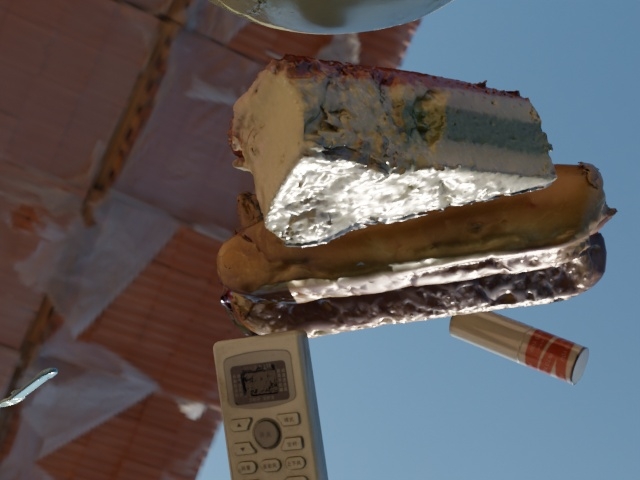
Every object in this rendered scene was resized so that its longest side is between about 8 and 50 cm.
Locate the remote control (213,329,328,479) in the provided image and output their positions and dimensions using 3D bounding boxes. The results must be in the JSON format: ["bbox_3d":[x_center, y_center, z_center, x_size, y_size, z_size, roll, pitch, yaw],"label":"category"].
[{"bbox_3d":[-0.040,0.175,0.926,0.088,0.029,0.189,-9,-94,22],"label":"remote control"}]

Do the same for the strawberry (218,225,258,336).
[{"bbox_3d":[0.000,0.000,1.085,0.190,0.111,0.236,7,106,-66],"label":"strawberry"}]

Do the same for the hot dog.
[{"bbox_3d":[0.081,0.000,0.947,0.158,0.349,0.117,68,14,-58],"label":"hot dog"}]

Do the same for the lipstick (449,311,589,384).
[{"bbox_3d":[0.188,0.097,1.030,0.131,0.038,0.038,21,-93,30],"label":"lipstick"}]

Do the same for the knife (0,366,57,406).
[{"bbox_3d":[-0.289,0.144,1.067,0.096,0.027,0.010,-34,-108,37],"label":"knife"}]

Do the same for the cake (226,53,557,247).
[{"bbox_3d":[0.043,-0.053,0.743,0.117,0.221,0.086,-44,-126,44],"label":"cake"}]

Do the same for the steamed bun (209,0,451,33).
[{"bbox_3d":[-0.027,-0.300,0.870,0.233,0.333,0.312,-42,-171,-25],"label":"steamed bun"}]
